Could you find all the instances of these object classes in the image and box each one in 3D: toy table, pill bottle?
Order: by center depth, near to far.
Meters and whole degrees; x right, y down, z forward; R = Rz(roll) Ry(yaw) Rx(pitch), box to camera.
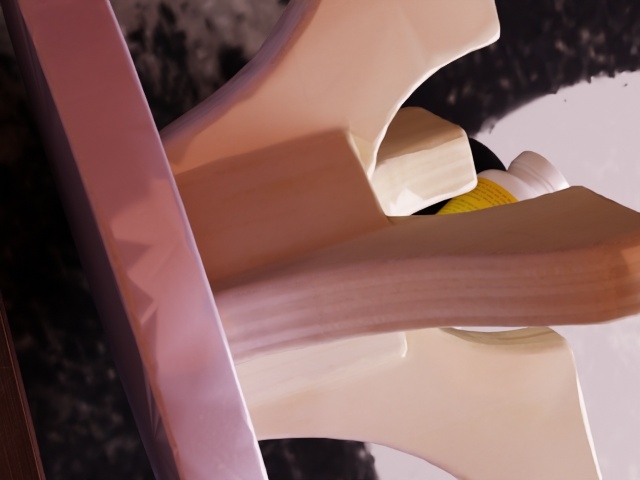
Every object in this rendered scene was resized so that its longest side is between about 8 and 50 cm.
[{"bbox_3d":[0.000,0.000,0.629,0.161,0.252,0.274,-18,117,-10],"label":"toy table"},{"bbox_3d":[0.070,-0.001,0.772,0.083,0.043,0.043,-43,118,-16],"label":"pill bottle"}]

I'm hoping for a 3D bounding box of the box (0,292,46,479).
[{"bbox_3d":[-0.214,0.094,0.614,0.231,0.056,0.183,-18,108,-27],"label":"box"}]
